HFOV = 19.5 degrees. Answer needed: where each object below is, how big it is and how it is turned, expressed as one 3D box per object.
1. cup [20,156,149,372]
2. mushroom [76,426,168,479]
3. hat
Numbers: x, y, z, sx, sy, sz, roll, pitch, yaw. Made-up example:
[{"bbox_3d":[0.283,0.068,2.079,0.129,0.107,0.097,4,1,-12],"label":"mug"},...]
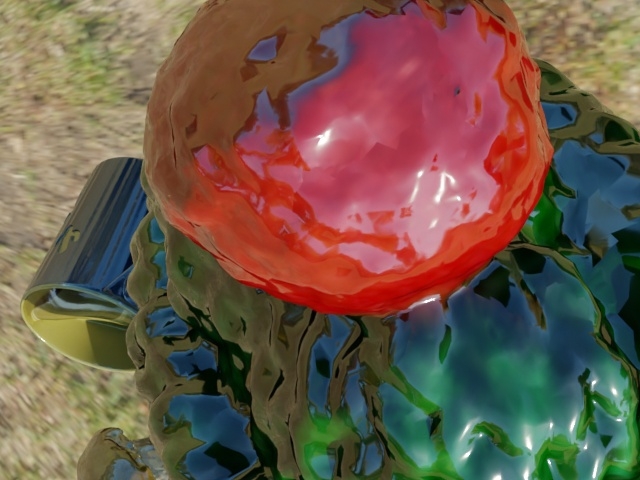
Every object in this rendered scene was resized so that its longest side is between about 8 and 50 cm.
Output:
[{"bbox_3d":[-0.166,0.011,1.634,0.131,0.176,0.155,34,53,-22],"label":"cup"},{"bbox_3d":[-0.033,0.164,1.534,0.350,0.128,0.128,-16,97,-29],"label":"mushroom"},{"bbox_3d":[0.028,0.027,0.651,0.274,0.332,0.242,28,79,23],"label":"hat"}]
